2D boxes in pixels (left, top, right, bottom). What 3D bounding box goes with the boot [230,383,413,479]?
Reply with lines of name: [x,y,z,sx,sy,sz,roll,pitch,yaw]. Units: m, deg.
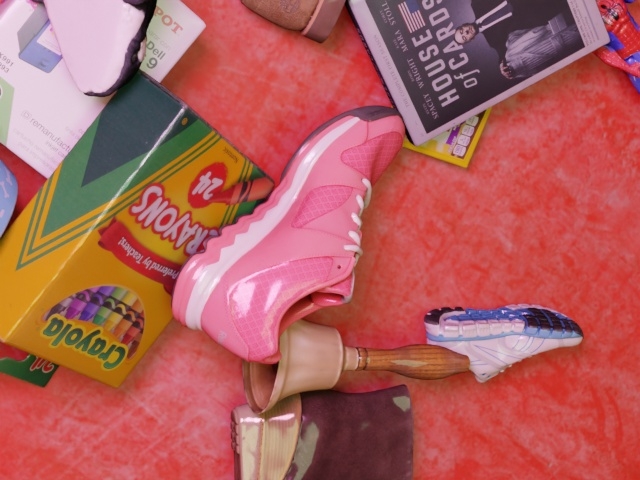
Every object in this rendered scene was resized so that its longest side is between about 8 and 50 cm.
boot: [0.006,0.283,1.368,0.206,0.090,0.249,-3,100,-16]

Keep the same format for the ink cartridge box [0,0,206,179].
ink cartridge box: [-0.237,-0.176,1.176,0.154,0.093,0.212,41,85,-22]

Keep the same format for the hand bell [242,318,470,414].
hand bell: [0.049,0.129,1.329,0.242,0.126,0.126,6,101,-21]

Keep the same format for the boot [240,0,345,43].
boot: [0.005,-0.357,1.216,0.115,0.112,0.305,20,98,-11]

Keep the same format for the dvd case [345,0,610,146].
dvd case: [0.164,-0.229,1.283,0.238,0.029,0.179,-29,115,-3]

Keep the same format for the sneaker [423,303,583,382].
sneaker: [0.206,0.121,1.419,0.190,0.071,0.083,0,109,-11]

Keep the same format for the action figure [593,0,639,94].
action figure: [0.376,-0.196,1.363,0.280,0.139,0.091,42,86,-20]

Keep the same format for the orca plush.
orca plush: [-0.193,-0.277,1.097,0.151,0.102,0.287,-15,96,31]

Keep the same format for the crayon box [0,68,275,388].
crayon box: [-0.201,0.017,1.188,0.318,0.081,0.202,-52,151,0]

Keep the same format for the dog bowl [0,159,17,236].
dog bowl: [-0.390,0.022,1.128,0.297,0.166,0.074,-47,124,6]

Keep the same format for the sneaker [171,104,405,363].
sneaker: [0.000,0.001,1.244,0.136,0.116,0.314,38,72,19]

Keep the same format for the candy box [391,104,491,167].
candy box: [0.148,-0.188,1.330,0.105,0.027,0.206,16,104,-19]
